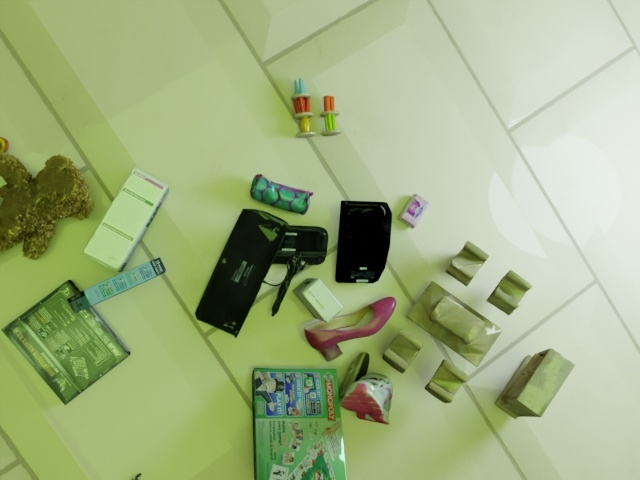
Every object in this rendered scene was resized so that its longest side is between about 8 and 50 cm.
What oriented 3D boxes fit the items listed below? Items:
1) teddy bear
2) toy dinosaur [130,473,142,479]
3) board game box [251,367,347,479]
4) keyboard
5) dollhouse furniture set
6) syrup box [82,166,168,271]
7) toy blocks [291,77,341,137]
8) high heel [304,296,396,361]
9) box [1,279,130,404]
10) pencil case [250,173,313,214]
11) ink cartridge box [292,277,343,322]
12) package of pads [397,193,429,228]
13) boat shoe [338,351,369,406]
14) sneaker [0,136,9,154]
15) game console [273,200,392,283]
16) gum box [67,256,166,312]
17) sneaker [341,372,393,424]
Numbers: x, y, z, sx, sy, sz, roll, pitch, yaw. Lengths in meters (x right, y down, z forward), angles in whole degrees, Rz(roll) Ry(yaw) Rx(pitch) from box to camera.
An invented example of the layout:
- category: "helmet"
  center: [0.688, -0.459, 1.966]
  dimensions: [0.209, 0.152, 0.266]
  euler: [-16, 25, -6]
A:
- category: "teddy bear"
  center: [-0.694, -0.073, 1.487]
  dimensions: [0.338, 0.113, 0.245]
  euler: [-43, 90, -3]
- category: "toy dinosaur"
  center: [-0.428, 0.604, 1.551]
  dimensions: [0.090, 0.047, 0.082]
  euler: [-13, 101, 20]
- category: "board game box"
  center: [-0.054, 0.462, 1.545]
  dimensions: [0.214, 0.046, 0.317]
  euler: [4, 54, -13]
- category: "keyboard"
  center: [-0.160, 0.091, 1.590]
  dimensions: [0.202, 0.033, 0.317]
  euler: [25, 98, -4]
- category: "dollhouse furniture set"
  center: [0.417, 0.275, 1.688]
  dimensions: [0.394, 0.256, 0.362]
  euler: [35, 80, 12]
- category: "syrup box"
  center: [-0.457, -0.049, 1.532]
  dimensions: [0.096, 0.093, 0.236]
  euler: [31, 81, -9]
- category: "toy blocks"
  center: [-0.012, -0.344, 1.664]
  dimensions: [0.123, 0.054, 0.148]
  euler: [-6, 89, -12]
- category: "high heel"
  center: [0.077, 0.197, 1.639]
  dimensions: [0.244, 0.082, 0.117]
  euler: [-34, 119, 0]
- category: "box"
  center: [-0.590, 0.237, 1.510]
  dimensions: [0.183, 0.056, 0.231]
  euler: [-39, 96, -11]
- category: "pencil case"
  center: [-0.100, -0.116, 1.628]
  dimensions: [0.152, 0.064, 0.070]
  euler: [18, 123, -13]
- category: "ink cartridge box"
  center: [-0.008, 0.146, 1.603]
  dimensions: [0.056, 0.135, 0.099]
  euler: [-41, 97, -12]
- category: "package of pads"
  center: [0.248, -0.078, 1.722]
  dimensions: [0.050, 0.032, 0.083]
  euler: [35, 81, -10]
- category: "boat shoe"
  center: [0.079, 0.355, 1.660]
  dimensions: [0.048, 0.056, 0.153]
  euler: [19, 86, 30]
- category: "sneaker"
  center: [-0.800, -0.185, 1.476]
  dimensions: [0.175, 0.067, 0.064]
  euler: [-41, 98, -9]
- category: "game console"
  center: [0.000, 0.000, 1.634]
  dimensions: [0.361, 0.044, 0.213]
  euler: [2, 105, -9]
- category: "gum box"
  center: [-0.463, 0.102, 1.464]
  dimensions: [0.184, 0.157, 0.041]
  euler: [-28, 94, -36]
- category: "sneaker"
  center: [0.121, 0.376, 1.594]
  dimensions: [0.103, 0.252, 0.111]
  euler: [7, 67, 16]
